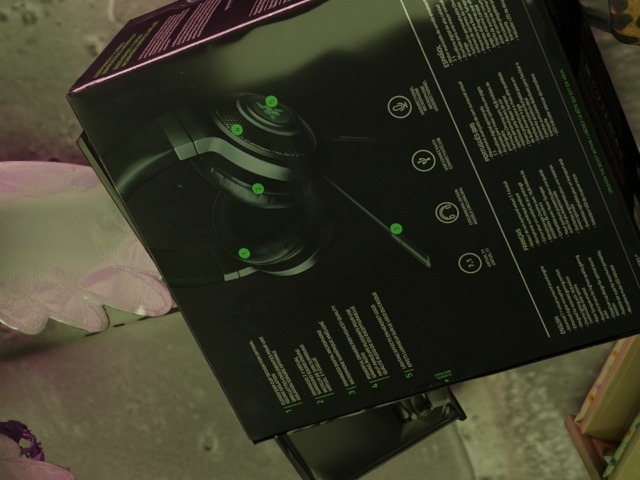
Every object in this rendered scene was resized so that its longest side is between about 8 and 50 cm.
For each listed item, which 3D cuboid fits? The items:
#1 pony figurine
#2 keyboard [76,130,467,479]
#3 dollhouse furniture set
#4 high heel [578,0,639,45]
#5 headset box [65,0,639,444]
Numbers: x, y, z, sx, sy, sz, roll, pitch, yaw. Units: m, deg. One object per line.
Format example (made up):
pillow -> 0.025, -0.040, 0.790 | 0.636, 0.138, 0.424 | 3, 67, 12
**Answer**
pony figurine -> -0.281, 0.090, 1.022 | 0.351, 0.302, 0.363 | 19, 146, -22
keyboard -> 0.000, 0.000, 1.022 | 0.202, 0.033, 0.317 | -31, 104, 4
dollhouse furniture set -> 0.276, 0.087, 0.999 | 0.161, 0.101, 0.182 | 14, 117, -19
high heel -> 0.183, -0.244, 0.873 | 0.186, 0.093, 0.261 | 16, 117, 0
headset box -> 0.027, -0.041, 0.887 | 0.283, 0.131, 0.246 | -19, 112, 19
